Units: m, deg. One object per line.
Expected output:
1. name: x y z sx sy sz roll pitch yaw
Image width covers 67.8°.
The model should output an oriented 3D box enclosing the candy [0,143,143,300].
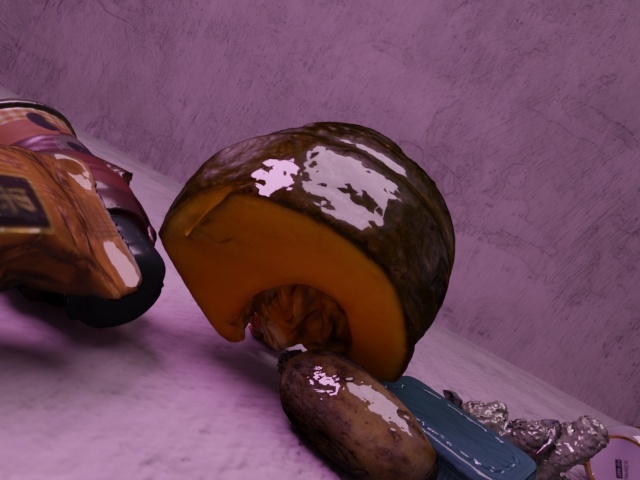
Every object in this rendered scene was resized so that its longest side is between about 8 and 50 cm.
1. candy: -0.229 -0.008 0.275 0.143 0.101 0.271 59 24 12

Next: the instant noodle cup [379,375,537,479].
1. instant noodle cup: 0.123 0.219 0.508 0.179 0.070 0.157 31 4 36

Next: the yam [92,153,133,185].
1. yam: -0.514 -0.156 1.094 0.141 0.079 0.079 27 2 -7

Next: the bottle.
1. bottle: -0.250 -0.021 0.467 0.271 0.143 0.156 40 31 27

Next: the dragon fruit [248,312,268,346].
1. dragon fruit: -0.061 0.107 0.661 0.086 0.081 0.116 40 9 19

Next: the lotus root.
1. lotus root: 0.025 0.162 0.437 0.179 0.080 0.089 33 -25 32

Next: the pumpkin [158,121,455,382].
1. pumpkin: 0.000 0.000 0.547 0.304 0.256 0.225 10 31 11

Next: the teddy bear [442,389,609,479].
1. teddy bear: 0.274 0.287 0.667 0.213 0.111 0.133 4 -31 23

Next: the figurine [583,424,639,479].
1. figurine: 0.558 0.403 0.850 0.190 0.142 0.264 -1 -19 41
